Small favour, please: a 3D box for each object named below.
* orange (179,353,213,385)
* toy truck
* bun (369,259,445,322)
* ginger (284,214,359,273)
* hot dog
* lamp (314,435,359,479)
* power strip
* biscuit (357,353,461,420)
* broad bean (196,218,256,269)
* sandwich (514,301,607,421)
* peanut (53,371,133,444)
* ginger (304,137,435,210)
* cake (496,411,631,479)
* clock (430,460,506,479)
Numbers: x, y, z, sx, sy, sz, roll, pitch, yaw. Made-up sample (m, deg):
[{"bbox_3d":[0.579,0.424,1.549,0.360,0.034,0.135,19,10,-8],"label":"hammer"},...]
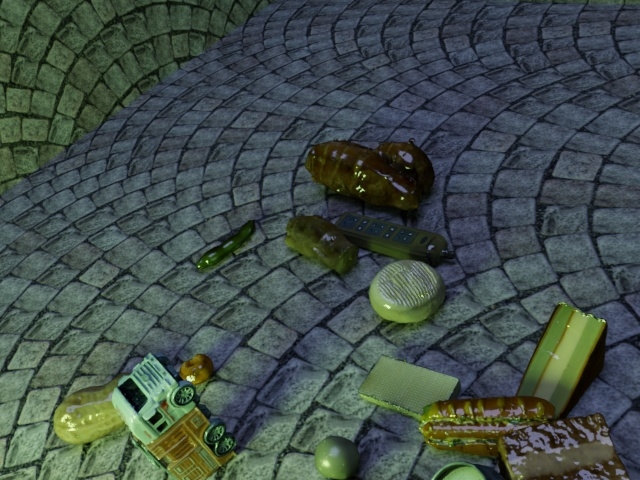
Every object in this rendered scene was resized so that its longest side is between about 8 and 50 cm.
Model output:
[{"bbox_3d":[-0.301,0.323,1.659,0.086,0.062,0.086,-23,25,11],"label":"orange"},{"bbox_3d":[-0.309,0.382,1.402,0.162,0.305,0.136,-41,44,-18],"label":"toy truck"},{"bbox_3d":[0.212,0.130,1.660,0.188,0.111,0.164,-31,57,-20],"label":"bun"},{"bbox_3d":[0.000,0.000,1.890,0.116,0.109,0.263,-39,44,-21],"label":"ginger"},{"bbox_3d":[0.329,0.368,1.333,0.269,0.115,0.072,-9,-5,13],"label":"hot dog"},{"bbox_3d":[0.022,0.475,1.340,0.091,0.091,0.163,3,57,24],"label":"lamp"},{"bbox_3d":[0.196,-0.005,1.857,0.387,0.066,0.092,17,52,36],"label":"power strip"},{"bbox_3d":[0.194,0.325,1.478,0.199,0.040,0.121,14,52,35],"label":"biscuit"},{"bbox_3d":[-0.276,0.013,2.036,0.065,0.046,0.254,17,48,45],"label":"broad bean"},{"bbox_3d":[0.485,0.247,1.375,0.187,0.144,0.117,-39,41,-25],"label":"sandwich"},{"bbox_3d":[-0.509,0.391,1.612,0.253,0.122,0.137,-23,30,-9],"label":"peanut"},{"bbox_3d":[0.157,-0.221,2.046,0.418,0.176,0.254,17,46,30],"label":"ginger"},{"bbox_3d":[0.423,0.461,1.108,0.196,0.198,0.293,-11,43,1],"label":"cake"},{"bbox_3d":[0.241,0.489,1.138,0.049,0.226,0.226,20,33,-21],"label":"clock"}]
